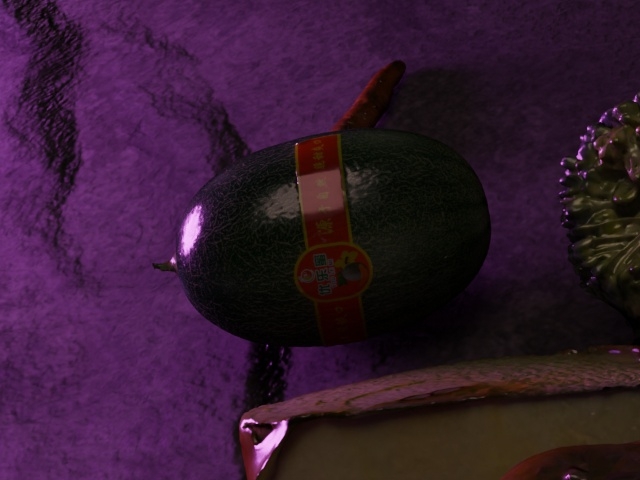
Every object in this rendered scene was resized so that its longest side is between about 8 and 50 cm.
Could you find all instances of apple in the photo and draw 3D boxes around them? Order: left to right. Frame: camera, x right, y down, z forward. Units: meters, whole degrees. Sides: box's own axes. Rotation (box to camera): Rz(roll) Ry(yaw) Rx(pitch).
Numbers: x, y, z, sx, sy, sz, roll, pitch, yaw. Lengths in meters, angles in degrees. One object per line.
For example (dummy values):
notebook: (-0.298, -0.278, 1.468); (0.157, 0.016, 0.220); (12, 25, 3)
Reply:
apple: (0.115, 0.160, 1.455); (0.346, 0.179, 0.254); (-9, 52, 11)

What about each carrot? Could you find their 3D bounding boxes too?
carrot: (0.047, -0.128, 1.932); (0.036, 0.035, 0.165); (8, 43, 29)

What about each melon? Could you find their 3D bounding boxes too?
melon: (0.000, 0.000, 1.682); (0.288, 0.182, 0.182); (-13, 39, 5)

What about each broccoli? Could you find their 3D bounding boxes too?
broccoli: (0.329, -0.005, 1.528); (0.243, 0.263, 0.247); (-16, 51, 49)

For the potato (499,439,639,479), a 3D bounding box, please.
potato: (0.248, 0.275, 1.137); (0.397, 0.296, 0.290); (11, 32, 35)
